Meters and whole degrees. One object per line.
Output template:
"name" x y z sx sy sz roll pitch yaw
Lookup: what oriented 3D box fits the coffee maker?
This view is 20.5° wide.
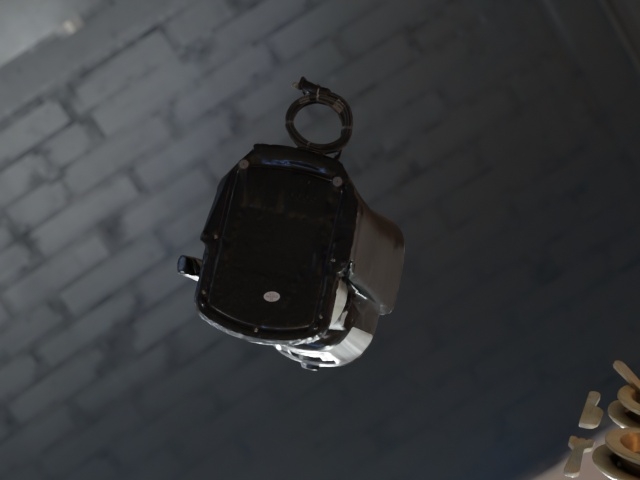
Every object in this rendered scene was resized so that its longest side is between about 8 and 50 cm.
"coffee maker" 0.000 0.000 1.234 0.171 0.120 0.178 -55 166 1

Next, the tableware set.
"tableware set" 0.264 0.146 1.391 0.128 0.039 0.194 12 -163 11
